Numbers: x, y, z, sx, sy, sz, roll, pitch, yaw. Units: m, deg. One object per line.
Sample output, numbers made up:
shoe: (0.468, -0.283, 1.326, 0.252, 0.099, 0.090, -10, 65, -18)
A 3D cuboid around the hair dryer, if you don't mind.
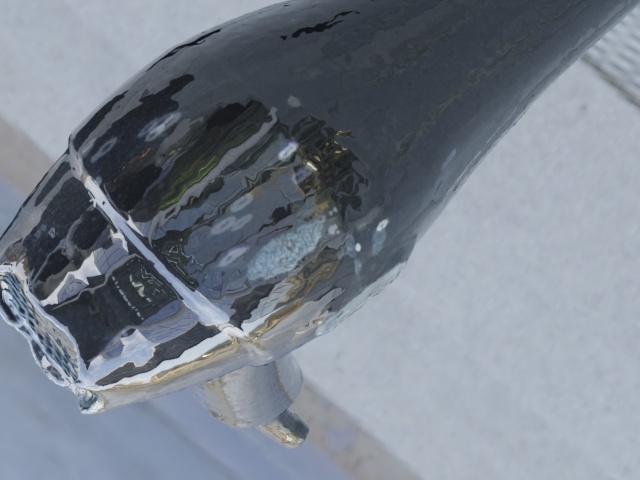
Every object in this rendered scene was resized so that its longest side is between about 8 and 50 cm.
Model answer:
hair dryer: (0.000, 0.000, 0.602, 0.091, 0.235, 0.271, 48, 158, 14)
